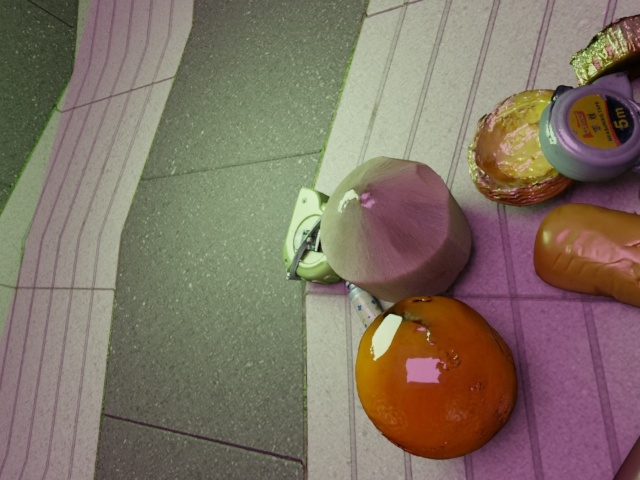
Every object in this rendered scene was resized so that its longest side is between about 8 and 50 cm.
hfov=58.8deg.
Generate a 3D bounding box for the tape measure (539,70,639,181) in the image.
[{"bbox_3d":[0.421,-0.084,0.813,0.164,0.084,0.330,-11,70,7],"label":"tape measure"}]

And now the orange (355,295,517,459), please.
[{"bbox_3d":[0.175,0.204,0.870,0.246,0.246,0.246,-13,67,32],"label":"orange"}]

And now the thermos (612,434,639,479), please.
[{"bbox_3d":[0.454,0.315,0.726,0.330,0.136,0.109,-60,23,3],"label":"thermos"}]

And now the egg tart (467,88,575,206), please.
[{"bbox_3d":[0.353,-0.151,0.964,0.213,0.090,0.212,-12,67,30],"label":"egg tart"}]

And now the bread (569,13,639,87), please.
[{"bbox_3d":[0.480,-0.296,0.900,0.128,0.140,0.069,132,121,-68],"label":"bread"}]

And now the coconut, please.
[{"bbox_3d":[0.124,-0.020,0.974,0.237,0.266,0.237,-19,55,30],"label":"coconut"}]

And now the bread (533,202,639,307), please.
[{"bbox_3d":[0.466,0.028,0.820,0.305,0.091,0.142,16,89,39],"label":"bread"}]

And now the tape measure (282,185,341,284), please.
[{"bbox_3d":[0.000,0.000,1.158,0.175,0.106,0.200,17,86,42],"label":"tape measure"}]

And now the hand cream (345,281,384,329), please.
[{"bbox_3d":[0.099,0.144,1.077,0.065,0.043,0.170,-44,58,23],"label":"hand cream"}]
